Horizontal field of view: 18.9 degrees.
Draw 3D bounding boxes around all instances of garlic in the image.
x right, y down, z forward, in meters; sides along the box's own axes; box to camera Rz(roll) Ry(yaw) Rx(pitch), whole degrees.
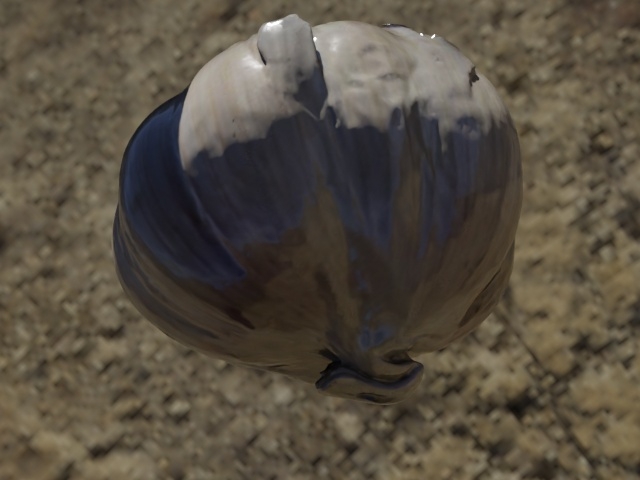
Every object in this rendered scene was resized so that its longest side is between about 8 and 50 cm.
[{"bbox_3d":[-0.004,-0.013,1.396,0.322,0.322,0.241,-15,36,29],"label":"garlic"}]
